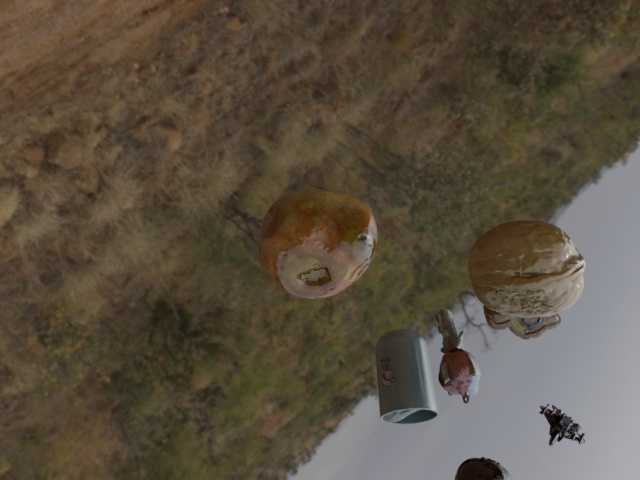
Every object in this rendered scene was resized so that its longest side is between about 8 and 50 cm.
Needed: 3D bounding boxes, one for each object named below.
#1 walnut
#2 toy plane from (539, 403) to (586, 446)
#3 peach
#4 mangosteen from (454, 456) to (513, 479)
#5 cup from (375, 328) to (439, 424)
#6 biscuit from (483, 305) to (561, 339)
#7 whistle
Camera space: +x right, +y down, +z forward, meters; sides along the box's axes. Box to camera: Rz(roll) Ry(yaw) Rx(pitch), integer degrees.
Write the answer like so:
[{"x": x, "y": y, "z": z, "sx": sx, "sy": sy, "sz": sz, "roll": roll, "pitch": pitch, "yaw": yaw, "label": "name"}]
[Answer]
[{"x": 0.584, "y": 0.082, "z": 1.653, "sx": 0.313, "sy": 0.276, "sz": 0.252, "roll": -9, "pitch": 166, "yaw": 23, "label": "walnut"}, {"x": 0.584, "y": 0.458, "z": 1.415, "sx": 0.061, "sy": 0.130, "sz": 0.189, "roll": -56, "pitch": 156, "yaw": 16, "label": "toy plane"}, {"x": 0.000, "y": 0.000, "z": 1.079, "sx": 0.236, "sy": 0.214, "sz": 0.214, "roll": -7, "pitch": -162, "yaw": 43, "label": "peach"}, {"x": 0.442, "y": 0.680, "z": 1.565, "sx": 0.172, "sy": 0.173, "sz": 0.183, "roll": 113, "pitch": -16, "yaw": -58, "label": "mangosteen"}, {"x": 0.304, "y": 0.495, "z": 2.116, "sx": 0.206, "sy": 0.311, "sz": 0.205, "roll": -3, "pitch": 148, "yaw": -2, "label": "cup"}, {"x": 0.651, "y": 0.201, "z": 1.818, "sx": 0.291, "sy": 0.208, "sz": 0.041, "roll": -14, "pitch": 172, "yaw": -8, "label": "biscuit"}, {"x": 0.445, "y": 0.381, "z": 1.930, "sx": 0.134, "sy": 0.346, "sz": 0.142, "roll": -4, "pitch": 138, "yaw": -4, "label": "whistle"}]
